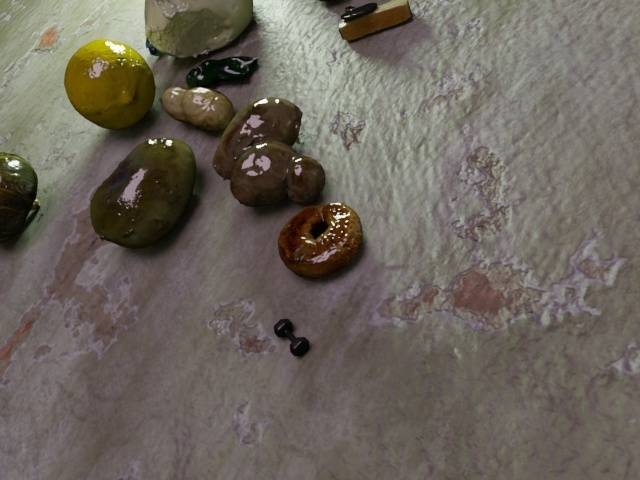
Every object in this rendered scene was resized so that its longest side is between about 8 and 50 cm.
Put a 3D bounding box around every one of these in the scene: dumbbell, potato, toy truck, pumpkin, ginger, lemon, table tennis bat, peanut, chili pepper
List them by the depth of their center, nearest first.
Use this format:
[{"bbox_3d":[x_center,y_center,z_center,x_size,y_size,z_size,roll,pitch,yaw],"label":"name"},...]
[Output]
[{"bbox_3d":[-0.056,0.186,1.253,0.040,0.036,0.083,-45,49,-3],"label":"dumbbell"},{"bbox_3d":[-0.120,-0.181,1.477,0.245,0.155,0.304,-27,58,1],"label":"ginger"},{"bbox_3d":[-0.420,-0.116,1.571,0.210,0.173,0.307,20,73,39],"label":"potato"},{"bbox_3d":[0.092,-0.590,1.668,0.095,0.014,0.158,-25,25,-3],"label":"table tennis bat"},{"bbox_3d":[-0.331,-0.356,1.719,0.237,0.120,0.110,22,110,31],"label":"peanut"},{"bbox_3d":[-0.274,-0.473,1.807,0.225,0.061,0.098,-7,49,27],"label":"chili pepper"},{"bbox_3d":[-0.890,-0.119,1.836,0.260,0.189,0.260,-15,67,41],"label":"pumpkin"},{"bbox_3d":[-0.595,-0.442,1.843,0.268,0.267,0.267,-14,53,20],"label":"lemon"},{"bbox_3d":[-0.523,-0.620,2.041,0.056,0.073,0.090,-19,31,-27],"label":"toy truck"}]

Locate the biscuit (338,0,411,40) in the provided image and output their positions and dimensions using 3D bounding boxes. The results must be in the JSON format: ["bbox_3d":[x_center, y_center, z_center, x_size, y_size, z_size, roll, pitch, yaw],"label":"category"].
[{"bbox_3d":[0.137,-0.562,1.647,0.188,0.052,0.056,-12,38,21],"label":"biscuit"}]

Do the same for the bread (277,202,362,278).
[{"bbox_3d":[0.000,0.000,1.335,0.193,0.064,0.193,-15,47,17],"label":"bread"}]

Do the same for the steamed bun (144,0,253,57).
[{"bbox_3d":[-0.374,-0.718,1.901,0.334,0.233,0.311,-20,53,4],"label":"steamed bun"}]
